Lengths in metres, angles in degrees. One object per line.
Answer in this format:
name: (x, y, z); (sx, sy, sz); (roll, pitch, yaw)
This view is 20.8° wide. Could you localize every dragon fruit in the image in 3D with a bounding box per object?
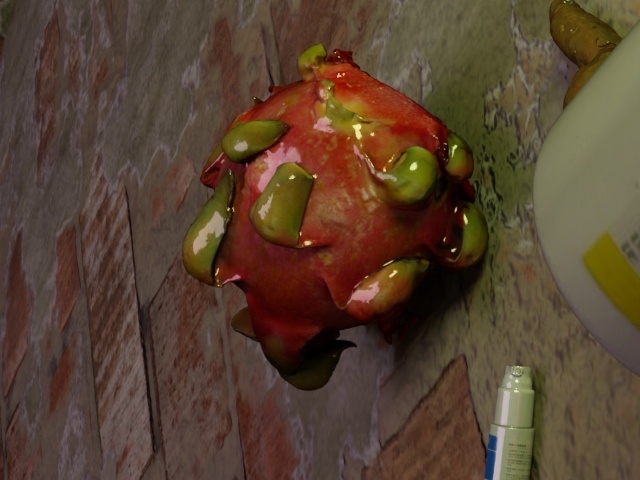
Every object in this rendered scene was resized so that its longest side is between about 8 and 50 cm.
dragon fruit: (0.015, -0.010, 1.426); (0.227, 0.243, 0.307); (54, 178, 28)

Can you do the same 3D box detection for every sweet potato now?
sweet potato: (0.197, -0.094, 1.161); (0.269, 0.075, 0.075); (-96, 23, -49)

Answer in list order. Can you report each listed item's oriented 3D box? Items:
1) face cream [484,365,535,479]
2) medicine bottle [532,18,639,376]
face cream: (0.139, 0.156, 1.280); (0.034, 0.034, 0.130); (-172, 88, -68)
medicine bottle: (0.260, -0.077, 0.803); (0.339, 0.208, 0.208); (125, 144, -54)
